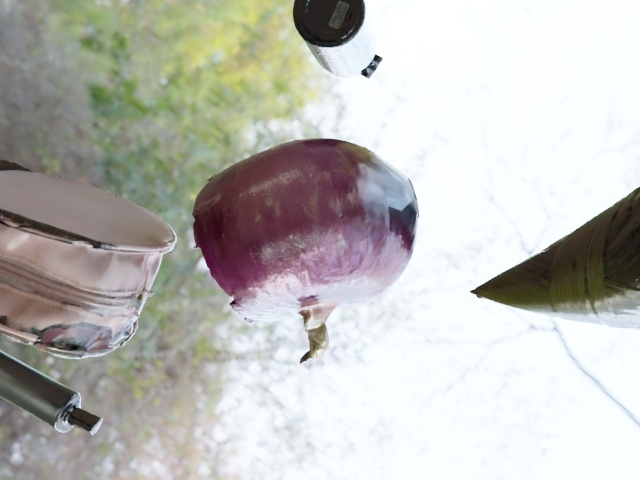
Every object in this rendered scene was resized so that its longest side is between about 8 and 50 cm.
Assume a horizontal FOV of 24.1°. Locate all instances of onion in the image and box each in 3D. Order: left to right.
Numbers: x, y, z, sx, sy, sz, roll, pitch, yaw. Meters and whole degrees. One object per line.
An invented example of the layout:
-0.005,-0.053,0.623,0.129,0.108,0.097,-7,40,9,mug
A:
-0.003,-0.013,1.356,0.201,0.207,0.200,-21,-132,26,onion

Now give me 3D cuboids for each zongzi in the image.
0.296,0.002,1.499,0.300,0.286,0.138,0,-119,7,zongzi

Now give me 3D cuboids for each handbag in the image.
-0.243,0.020,1.361,0.179,0.205,0.116,-43,150,-73,handbag

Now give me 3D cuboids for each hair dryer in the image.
-0.341,0.102,1.686,0.320,0.284,0.155,-62,178,-32,hair dryer

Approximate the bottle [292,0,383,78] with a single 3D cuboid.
0.017,-0.215,1.548,0.072,0.082,0.244,-57,173,1,bottle
